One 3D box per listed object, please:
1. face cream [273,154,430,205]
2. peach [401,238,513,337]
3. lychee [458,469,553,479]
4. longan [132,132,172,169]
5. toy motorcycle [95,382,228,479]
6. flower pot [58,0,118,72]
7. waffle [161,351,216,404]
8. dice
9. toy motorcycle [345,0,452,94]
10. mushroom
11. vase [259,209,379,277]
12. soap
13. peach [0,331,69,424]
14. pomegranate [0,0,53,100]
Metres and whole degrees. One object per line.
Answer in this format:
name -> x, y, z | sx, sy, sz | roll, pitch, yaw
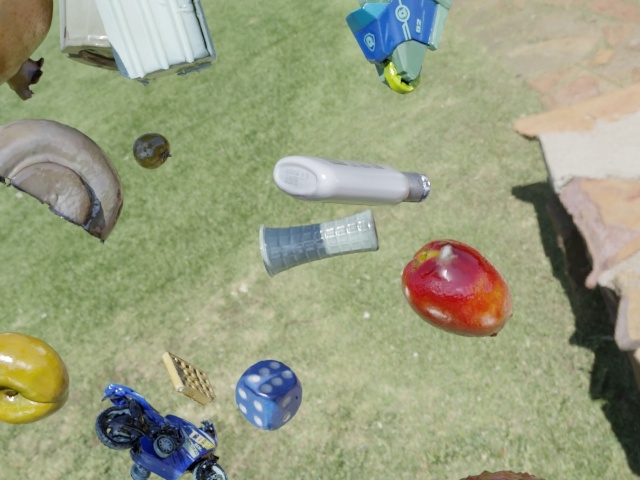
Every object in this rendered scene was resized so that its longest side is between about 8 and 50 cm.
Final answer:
face cream -> 0.068, -0.095, 1.164 | 0.291, 0.071, 0.143 | -1, 14, -43
peach -> 0.413, 0.149, 2.091 | 0.281, 0.338, 0.281 | -50, 13, 16
lychee -> 0.209, 0.361, 0.706 | 0.260, 0.261, 0.261 | -19, 31, 12
longan -> -0.323, -0.172, 1.373 | 0.083, 0.075, 0.075 | 20, 51, 26
toy motorcycle -> -0.311, 0.403, 1.443 | 0.113, 0.315, 0.169 | -48, 16, 30
flower pot -> -0.387, -0.468, 1.343 | 0.290, 0.259, 0.290 | 6, -1, 0
waffle -> -0.244, 0.264, 1.332 | 0.021, 0.135, 0.092 | -38, 53, 4
dice -> -0.142, 0.427, 1.955 | 0.146, 0.146, 0.143 | 30, 41, 30
toy motorcycle -> 0.156, -0.479, 1.484 | 0.191, 0.199, 0.327 | -15, 54, 52
mushroom -> -0.328, -0.086, 0.881 | 0.141, 0.188, 0.117 | -2, 61, 58
vase -> 0.000, 0.000, 1.868 | 0.298, 0.143, 0.143 | -11, 33, 7
soap -> -0.263, -0.377, 1.078 | 0.150, 0.262, 0.094 | -14, 12, 5
peach -> -0.735, 0.338, 1.731 | 0.251, 0.251, 0.153 | -18, 35, 14
pomegranate -> -0.468, -0.297, 0.853 | 0.319, 0.319, 0.319 | -19, 31, 12
